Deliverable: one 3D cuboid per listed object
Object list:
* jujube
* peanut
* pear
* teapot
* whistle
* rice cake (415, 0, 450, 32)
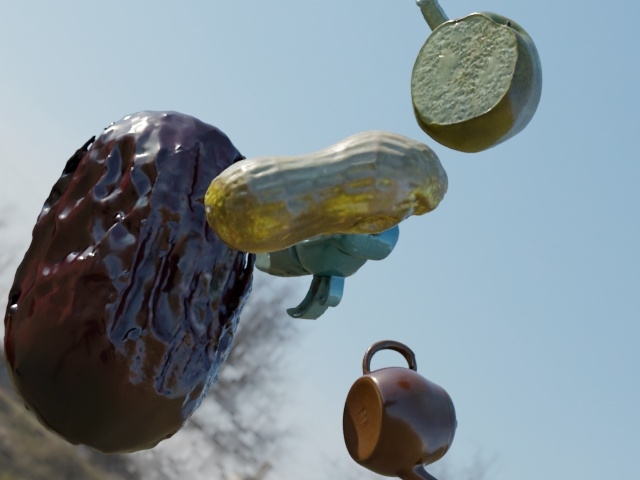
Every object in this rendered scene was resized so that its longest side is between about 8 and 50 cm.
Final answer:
[{"bbox_3d":[-0.203,0.050,1.856,0.258,0.376,0.258,20,-17,6],"label":"jujube"},{"bbox_3d":[0.005,-0.042,1.419,0.087,0.207,0.087,169,-90,-77],"label":"peanut"},{"bbox_3d":[0.160,-0.148,1.659,0.141,0.141,0.104,29,4,42],"label":"pear"},{"bbox_3d":[0.087,0.176,1.700,0.116,0.116,0.173,62,15,-59],"label":"teapot"},{"bbox_3d":[0.000,0.000,2.106,0.093,0.186,0.274,12,-14,-31],"label":"whistle"},{"bbox_3d":[0.138,-0.206,1.782,0.121,0.022,0.021,55,20,-20],"label":"rice cake"}]
